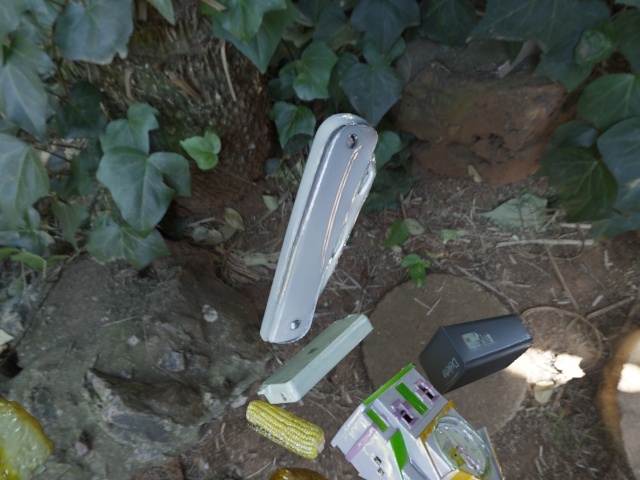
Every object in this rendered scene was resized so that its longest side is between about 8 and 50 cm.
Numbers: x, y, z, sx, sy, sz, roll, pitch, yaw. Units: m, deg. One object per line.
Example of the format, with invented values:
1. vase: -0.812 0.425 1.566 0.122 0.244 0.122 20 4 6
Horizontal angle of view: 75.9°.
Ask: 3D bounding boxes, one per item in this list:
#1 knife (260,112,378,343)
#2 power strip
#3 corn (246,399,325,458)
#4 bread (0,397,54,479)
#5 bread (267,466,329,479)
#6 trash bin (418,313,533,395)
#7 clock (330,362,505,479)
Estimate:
1. knife: -0.003 0.000 0.436 0.073 0.266 0.041 7 25 -30
2. power strip: -0.003 0.236 0.833 0.270 0.118 0.046 -32 92 -40
3. corn: -0.083 0.426 0.935 0.202 0.072 0.072 17 70 24
4. bread: -0.614 0.373 0.537 0.264 0.239 0.395 54 41 -16
5. bread: -0.026 0.598 0.822 0.268 0.268 0.146 36 111 12
6. trash bin: 0.390 0.279 1.027 0.225 0.165 0.115 -8 49 -21
7. clock: 0.218 0.423 0.802 0.309 0.166 0.235 43 32 25
